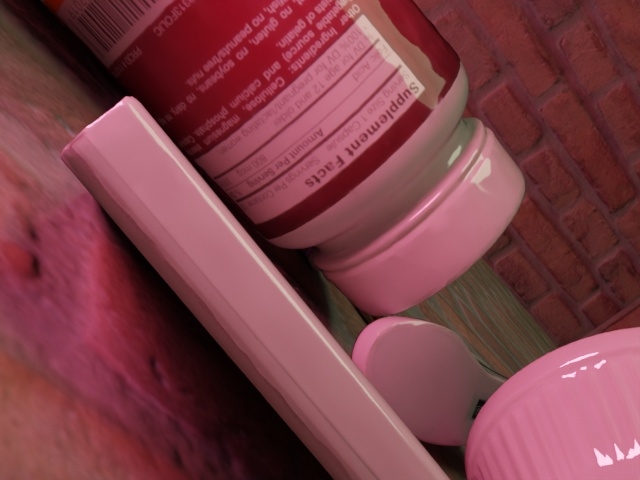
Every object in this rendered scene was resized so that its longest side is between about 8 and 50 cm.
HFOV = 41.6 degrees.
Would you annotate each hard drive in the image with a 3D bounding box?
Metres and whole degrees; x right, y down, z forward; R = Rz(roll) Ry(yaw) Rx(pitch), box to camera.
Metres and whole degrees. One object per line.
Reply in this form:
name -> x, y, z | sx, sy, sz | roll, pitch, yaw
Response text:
hard drive -> -0.009, 0.073, 0.437 | 0.307, 0.040, 0.203 | 50, -9, -7

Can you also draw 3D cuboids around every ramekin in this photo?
ramekin -> 0.262, 0.210, 0.692 | 0.273, 0.273, 0.127 | 46, 23, -29

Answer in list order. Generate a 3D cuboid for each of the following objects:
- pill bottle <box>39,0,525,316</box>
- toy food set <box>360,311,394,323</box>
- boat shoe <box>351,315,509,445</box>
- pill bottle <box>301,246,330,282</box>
pill bottle -> -0.022, -0.138, 0.690 | 0.392, 0.224, 0.224 | 47, 13, -16
toy food set -> 0.057, 0.068, 0.904 | 0.082, 0.020, 0.083 | 58, 13, 25
boat shoe -> 0.109, 0.129, 0.768 | 0.267, 0.096, 0.088 | 24, -3, -40
pill bottle -> 0.000, 0.000, 0.830 | 0.083, 0.043, 0.043 | 58, 13, 28
